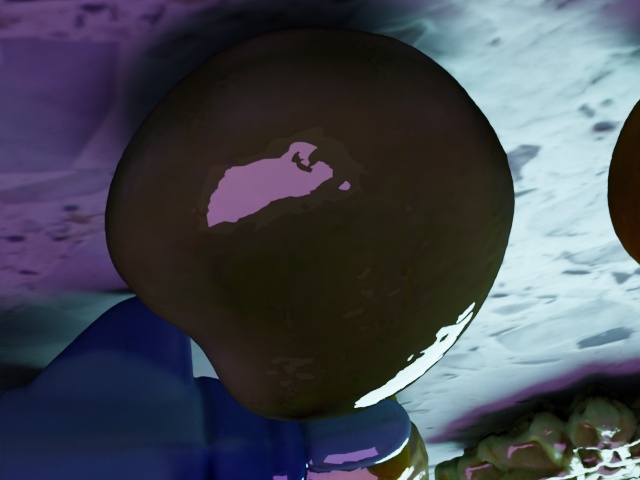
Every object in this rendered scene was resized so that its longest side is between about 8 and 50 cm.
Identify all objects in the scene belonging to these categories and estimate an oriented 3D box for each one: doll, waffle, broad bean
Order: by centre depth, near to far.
[{"bbox_3d":[0.000,0.000,0.635,0.189,0.121,0.263,-13,156,1],"label":"broad bean"},{"bbox_3d":[-0.144,0.145,0.893,0.365,0.187,0.376,-20,-176,46],"label":"doll"},{"bbox_3d":[0.281,0.205,1.307,0.297,0.073,0.317,6,154,-34],"label":"waffle"}]

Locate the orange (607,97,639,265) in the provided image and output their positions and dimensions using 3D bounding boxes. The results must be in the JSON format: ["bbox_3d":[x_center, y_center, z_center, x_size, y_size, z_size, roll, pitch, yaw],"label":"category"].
[{"bbox_3d":[0.211,-0.027,0.621,0.156,0.156,0.134,5,113,-31],"label":"orange"}]

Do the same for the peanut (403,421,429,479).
[{"bbox_3d":[0.046,0.224,1.220,0.101,0.117,0.263,12,162,5],"label":"peanut"}]
